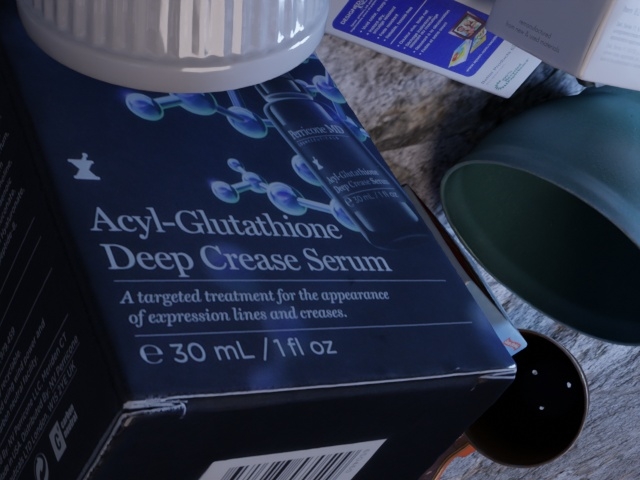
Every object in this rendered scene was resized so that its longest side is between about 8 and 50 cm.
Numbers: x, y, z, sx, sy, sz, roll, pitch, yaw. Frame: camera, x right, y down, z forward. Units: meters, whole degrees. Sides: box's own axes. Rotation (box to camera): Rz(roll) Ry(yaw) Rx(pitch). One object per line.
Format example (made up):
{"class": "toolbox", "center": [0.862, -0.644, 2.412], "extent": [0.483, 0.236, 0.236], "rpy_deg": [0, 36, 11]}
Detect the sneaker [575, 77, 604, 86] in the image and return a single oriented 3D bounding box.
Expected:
{"class": "sneaker", "center": [0.326, -0.209, 1.037], "extent": [0.232, 0.090, 0.115], "rpy_deg": [8, 140, -31]}

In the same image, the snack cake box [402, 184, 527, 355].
{"class": "snack cake box", "center": [0.152, 0.059, 1.204], "extent": [0.089, 0.152, 0.264], "rpy_deg": [-34, 147, 10]}

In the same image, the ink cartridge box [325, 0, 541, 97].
{"class": "ink cartridge box", "center": [0.106, -0.233, 0.843], "extent": [0.332, 0.065, 0.165], "rpy_deg": [8, 133, -45]}

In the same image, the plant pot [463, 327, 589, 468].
{"class": "plant pot", "center": [0.354, 0.252, 1.610], "extent": [0.215, 0.215, 0.230], "rpy_deg": [-40, 160, 18]}

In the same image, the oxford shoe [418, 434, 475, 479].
{"class": "oxford shoe", "center": [0.182, 0.378, 1.759], "extent": [0.098, 0.097, 0.271], "rpy_deg": [30, 114, -31]}

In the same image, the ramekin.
{"class": "ramekin", "center": [-0.091, -0.196, 0.622], "extent": [0.207, 0.207, 0.109], "rpy_deg": [-13, 136, -23]}

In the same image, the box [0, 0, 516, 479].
{"class": "box", "center": [-0.106, 0.008, 0.707], "extent": [0.293, 0.395, 0.212], "rpy_deg": [1, 136, -39]}

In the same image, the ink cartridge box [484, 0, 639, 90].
{"class": "ink cartridge box", "center": [0.300, -0.303, 0.786], "extent": [0.207, 0.119, 0.354], "rpy_deg": [1, 120, -39]}

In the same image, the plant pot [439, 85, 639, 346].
{"class": "plant pot", "center": [0.309, -0.050, 1.090], "extent": [0.196, 0.293, 0.293], "rpy_deg": [-49, 153, -18]}
